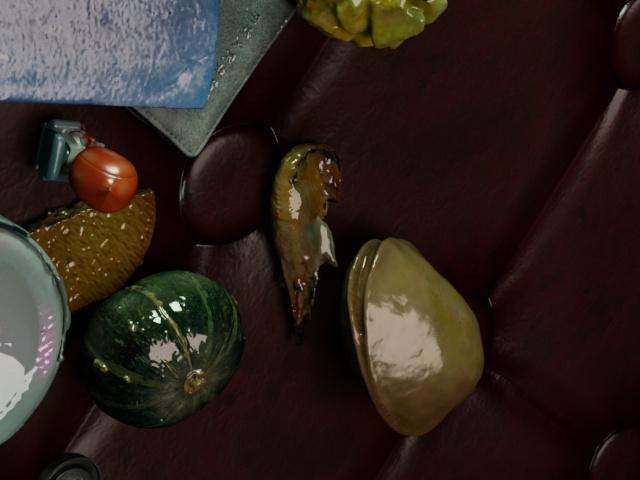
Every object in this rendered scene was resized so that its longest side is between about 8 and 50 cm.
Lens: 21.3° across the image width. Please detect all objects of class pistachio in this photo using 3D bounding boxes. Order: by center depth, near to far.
[{"bbox_3d":[0.101,0.118,2.112,0.260,0.163,0.213,46,44,-42],"label":"pistachio"}]

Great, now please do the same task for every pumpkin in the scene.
[{"bbox_3d":[-0.174,0.118,1.874,0.190,0.146,0.190,-15,136,-15],"label":"pumpkin"}]

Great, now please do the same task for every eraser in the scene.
[{"bbox_3d":[-0.244,-0.205,1.694,0.312,0.042,0.144,-1,103,-34],"label":"eraser"}]

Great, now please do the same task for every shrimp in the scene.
[{"bbox_3d":[-0.002,0.007,2.033,0.117,0.066,0.262,-27,128,-29],"label":"shrimp"}]

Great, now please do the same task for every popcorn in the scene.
[{"bbox_3d":[0.067,-0.312,1.854,0.189,0.169,0.218,39,98,-22],"label":"popcorn"}]

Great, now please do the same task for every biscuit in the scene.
[{"bbox_3d":[-0.264,0.019,1.832,0.206,0.025,0.126,-21,123,-32],"label":"biscuit"}]

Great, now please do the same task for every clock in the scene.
[{"bbox_3d":[-0.289,0.283,1.944,0.085,0.017,0.085,-19,121,-34],"label":"clock"}]

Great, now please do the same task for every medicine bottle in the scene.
[{"bbox_3d":[-0.401,0.045,1.538,0.245,0.290,0.245,-19,123,-33],"label":"medicine bottle"}]

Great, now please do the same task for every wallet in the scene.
[{"bbox_3d":[-0.130,-0.212,1.831,0.222,0.036,0.167,-55,135,-7],"label":"wallet"}]

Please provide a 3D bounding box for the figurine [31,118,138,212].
[{"bbox_3d":[-0.238,-0.076,1.729,0.075,0.140,0.068,3,112,-43],"label":"figurine"}]
